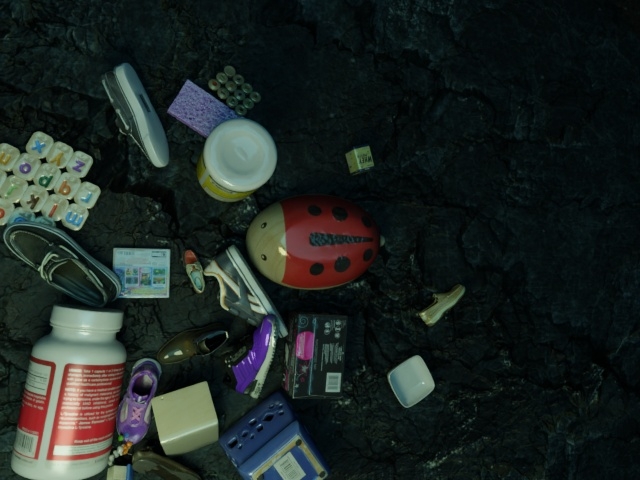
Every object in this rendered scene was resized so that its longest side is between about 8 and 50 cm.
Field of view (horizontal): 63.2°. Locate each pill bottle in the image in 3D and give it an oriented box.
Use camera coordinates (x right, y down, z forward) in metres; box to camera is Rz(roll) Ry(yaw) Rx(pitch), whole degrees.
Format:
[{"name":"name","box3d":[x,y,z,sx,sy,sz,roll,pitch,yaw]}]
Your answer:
[{"name":"pill bottle","box3d":[-0.633,0.376,1.341,0.229,0.229,0.408,10,84,-17]},{"name":"pill bottle","box3d":[-0.244,-0.208,1.447,0.188,0.334,0.188,1,87,-18]}]

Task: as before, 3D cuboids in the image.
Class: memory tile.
[{"name":"memory tile","box3d":[-0.264,-0.464,1.609,0.148,0.012,0.113,44,61,-8]}]

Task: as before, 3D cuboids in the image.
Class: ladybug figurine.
[{"name":"ladybug figurine","box3d":[0.000,0.000,1.605,0.449,0.162,0.305,-4,88,-18]}]

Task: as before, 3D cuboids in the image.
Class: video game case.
[{"name":"video game case","box3d":[-0.518,0.094,1.505,0.157,0.019,0.143,2,87,-19]}]

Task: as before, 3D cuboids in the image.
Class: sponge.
[{"name":"sponge","box3d":[-0.346,-0.381,1.584,0.210,0.031,0.117,33,77,-14]}]

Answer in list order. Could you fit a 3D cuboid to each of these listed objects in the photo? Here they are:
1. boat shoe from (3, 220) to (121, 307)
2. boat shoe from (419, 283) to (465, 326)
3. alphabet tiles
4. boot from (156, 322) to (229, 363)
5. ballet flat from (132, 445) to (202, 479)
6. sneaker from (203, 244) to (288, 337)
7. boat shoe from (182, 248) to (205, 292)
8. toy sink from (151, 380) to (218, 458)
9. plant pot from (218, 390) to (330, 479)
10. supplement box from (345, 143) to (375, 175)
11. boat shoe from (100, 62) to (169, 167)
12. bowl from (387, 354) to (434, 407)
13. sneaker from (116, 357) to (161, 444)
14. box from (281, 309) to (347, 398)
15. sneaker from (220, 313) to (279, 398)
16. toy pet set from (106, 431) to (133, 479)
[{"name":"boat shoe","box3d":[-0.687,0.059,1.379,0.335,0.119,0.121,33,96,-11]},{"name":"boat shoe","box3d":[0.416,0.207,1.782,0.190,0.068,0.072,-42,88,-16]},{"name":"alphabet tiles","box3d":[-0.771,-0.146,1.436,0.284,0.021,0.278,27,79,-15]},{"name":"boot","box3d":[-0.364,0.297,1.497,0.219,0.106,0.082,-24,94,-18]},{"name":"ballet flat","box3d":[-0.423,0.637,1.451,0.084,0.058,0.250,-37,126,10]},{"name":"sneaker","box3d":[-0.222,0.175,1.544,0.127,0.126,0.321,-33,104,-5]},{"name":"boat shoe","box3d":[-0.373,0.090,1.540,0.049,0.043,0.137,-16,91,-16]},{"name":"toy sink","box3d":[-0.375,0.501,1.455,0.152,0.234,0.131,-15,62,-18]},{"name":"plant pot","box3d":[-0.121,0.618,1.483,0.236,0.212,0.236,-35,108,-16]},{"name":"supplement box","box3d":[0.128,-0.263,1.704,0.056,0.083,0.083,-16,93,-17]},{"name":"boat shoe","box3d":[-0.535,-0.345,1.490,0.102,0.108,0.301,-18,107,13]},{"name":"bowl","box3d":[0.293,0.465,1.729,0.142,0.053,0.142,-29,96,-18]},{"name":"sneaker","box3d":[-0.506,0.451,1.443,0.095,0.104,0.236,14,83,-18]},{"name":"box","box3d":[-0.020,0.343,1.589,0.163,0.142,0.247,6,86,-19]},{"name":"sneaker","box3d":[-0.213,0.329,1.497,0.146,0.102,0.293,17,115,-5]},{"name":"toy pet set","box3d":[-0.533,0.597,1.416,0.065,0.122,0.114,24,46,-39]}]
